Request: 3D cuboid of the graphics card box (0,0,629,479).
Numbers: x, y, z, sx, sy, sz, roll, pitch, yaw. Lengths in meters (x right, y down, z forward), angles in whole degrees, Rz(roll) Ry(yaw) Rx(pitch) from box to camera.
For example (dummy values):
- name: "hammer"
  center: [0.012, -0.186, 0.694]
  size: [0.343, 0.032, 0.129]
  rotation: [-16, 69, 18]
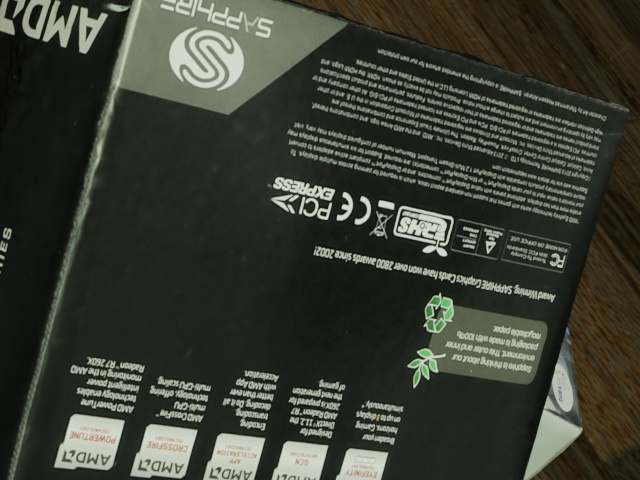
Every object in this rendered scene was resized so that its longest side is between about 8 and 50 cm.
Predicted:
- name: "graphics card box"
  center: [-0.041, 0.098, 0.689]
  size: [0.232, 0.371, 0.094]
  rotation: [11, 7, -39]

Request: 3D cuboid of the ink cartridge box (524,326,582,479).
- name: "ink cartridge box"
  center: [0.000, 0.000, 1.102]
  size: [0.332, 0.065, 0.165]
  rotation: [27, 36, -22]
